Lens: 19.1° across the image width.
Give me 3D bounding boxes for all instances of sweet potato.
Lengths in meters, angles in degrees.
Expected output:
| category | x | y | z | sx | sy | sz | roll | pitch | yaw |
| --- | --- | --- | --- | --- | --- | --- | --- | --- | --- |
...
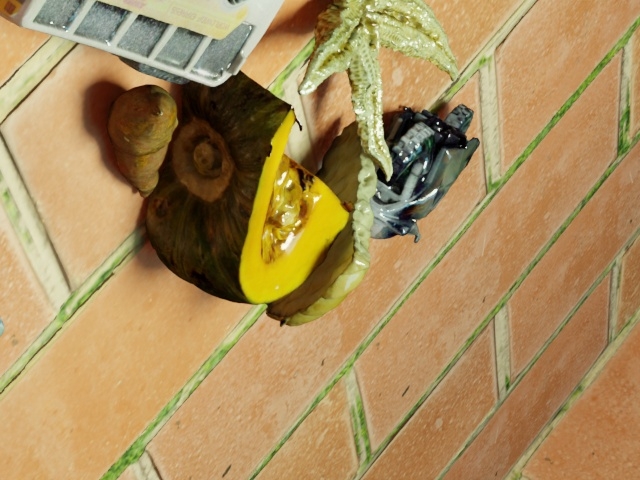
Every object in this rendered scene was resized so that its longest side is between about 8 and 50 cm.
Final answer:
| category | x | y | z | sx | sy | sz | roll | pitch | yaw |
| --- | --- | --- | --- | --- | --- | --- | --- | --- | --- |
| sweet potato | -0.165 | -0.097 | 1.736 | 0.068 | 0.068 | 0.226 | -48 | 174 | -20 |

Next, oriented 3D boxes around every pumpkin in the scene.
| category | x | y | z | sx | sy | sz | roll | pitch | yaw |
| --- | --- | --- | --- | --- | --- | --- | --- | --- | --- |
| pumpkin | -0.057 | -0.071 | 1.872 | 0.190 | 0.139 | 0.280 | -26 | 145 | -46 |

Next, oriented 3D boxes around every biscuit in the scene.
| category | x | y | z | sx | sy | sz | roll | pitch | yaw |
| --- | --- | --- | --- | --- | --- | --- | --- | --- | --- |
| biscuit | 0.000 | 0.000 | 2.045 | 0.187 | 0.036 | 0.273 | -45 | -156 | 33 |

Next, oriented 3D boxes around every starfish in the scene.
| category | x | y | z | sx | sy | sz | roll | pitch | yaw |
| --- | --- | --- | --- | --- | --- | --- | --- | --- | --- |
| starfish | 0.050 | -0.220 | 1.947 | 0.347 | 0.078 | 0.358 | -35 | 137 | -55 |

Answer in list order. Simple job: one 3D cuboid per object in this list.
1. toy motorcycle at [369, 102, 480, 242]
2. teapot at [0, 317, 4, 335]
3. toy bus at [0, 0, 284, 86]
| category | x | y | z | sx | sy | sz | roll | pitch | yaw |
| --- | --- | --- | --- | --- | --- | --- | --- | --- | --- |
| toy motorcycle | 0.111 | -0.082 | 2.242 | 0.159 | 0.106 | 0.270 | -60 | 168 | 17 |
| teapot | -0.331 | 0.031 | 1.478 | 0.159 | 0.159 | 0.232 | -55 | 170 | -5 |
| toy bus | -0.150 | -0.213 | 1.555 | 0.138 | 0.097 | 0.342 | -59 | 157 | 9 |
